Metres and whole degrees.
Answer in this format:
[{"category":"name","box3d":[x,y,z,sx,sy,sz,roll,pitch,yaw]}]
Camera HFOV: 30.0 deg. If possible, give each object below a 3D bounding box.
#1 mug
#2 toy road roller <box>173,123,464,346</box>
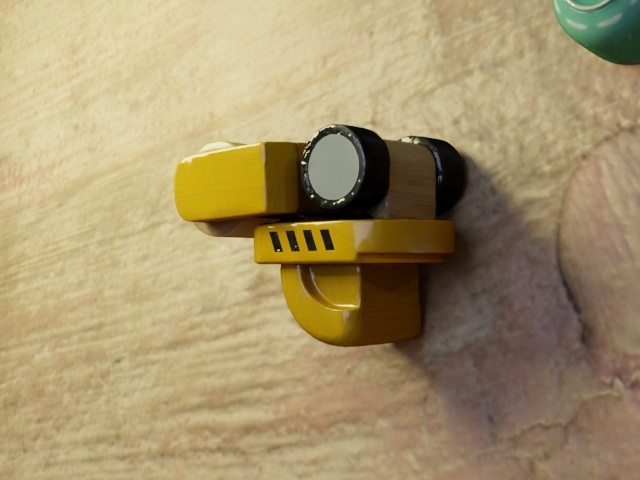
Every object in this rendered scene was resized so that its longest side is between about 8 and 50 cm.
[{"category":"mug","box3d":[0.299,-0.259,1.261,0.158,0.097,0.129,-8,73,39]},{"category":"toy road roller","box3d":[0.000,0.000,1.389,0.330,0.203,0.240,-2,87,39]}]
